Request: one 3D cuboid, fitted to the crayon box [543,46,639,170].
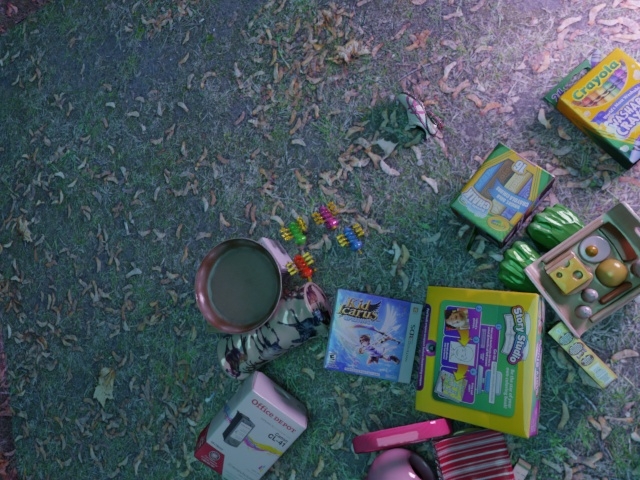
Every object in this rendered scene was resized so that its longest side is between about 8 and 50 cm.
[{"bbox_3d":[0.823,-0.384,1.360,0.203,0.083,0.323,-43,70,11],"label":"crayon box"}]

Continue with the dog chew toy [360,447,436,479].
[{"bbox_3d":[0.184,0.762,1.406,0.206,0.206,0.332,44,108,21],"label":"dog chew toy"}]

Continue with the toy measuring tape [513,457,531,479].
[{"bbox_3d":[0.482,0.761,1.352,0.121,0.121,0.330,30,72,22],"label":"toy measuring tape"}]

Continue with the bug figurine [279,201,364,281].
[{"bbox_3d":[0.000,0.000,1.629,0.278,0.072,0.216,-28,77,3],"label":"bug figurine"}]

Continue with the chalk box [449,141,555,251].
[{"bbox_3d":[0.497,-0.097,1.399,0.179,0.180,0.289,41,97,21],"label":"chalk box"}]

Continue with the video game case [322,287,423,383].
[{"bbox_3d":[0.160,0.290,1.491,0.269,0.061,0.245,10,86,-2],"label":"video game case"}]

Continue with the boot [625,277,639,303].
[{"bbox_3d":[0.787,0.094,1.328,0.086,0.069,0.190,-32,70,29],"label":"boot"}]

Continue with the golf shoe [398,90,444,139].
[{"bbox_3d":[0.308,-0.407,1.576,0.086,0.067,0.186,-44,70,12],"label":"golf shoe"}]

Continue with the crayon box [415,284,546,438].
[{"bbox_3d":[0.444,0.320,1.357,0.313,0.106,0.363,2,80,36],"label":"crayon box"}]

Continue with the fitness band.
[{"bbox_3d":[0.234,0.558,1.392,0.290,0.209,0.054,-15,64,6],"label":"fitness band"}]

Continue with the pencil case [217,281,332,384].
[{"bbox_3d":[-0.150,0.314,1.611,0.410,0.160,0.184,-33,68,14],"label":"pencil case"}]

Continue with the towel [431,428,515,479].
[{"bbox_3d":[0.423,0.657,1.295,0.198,0.031,0.275,-12,78,2],"label":"towel"}]

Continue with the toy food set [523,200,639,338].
[{"bbox_3d":[0.717,0.077,1.252,0.306,0.092,0.220,-37,75,8],"label":"toy food set"}]

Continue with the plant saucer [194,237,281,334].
[{"bbox_3d":[-0.263,0.147,1.585,0.310,0.050,0.311,-3,82,18],"label":"plant saucer"}]

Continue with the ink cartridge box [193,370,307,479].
[{"bbox_3d":[-0.223,0.615,1.571,0.226,0.131,0.306,39,100,-10],"label":"ink cartridge box"}]

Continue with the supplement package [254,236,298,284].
[{"bbox_3d":[-0.224,0.121,1.680,0.244,0.134,0.139,-39,72,12],"label":"supplement package"}]

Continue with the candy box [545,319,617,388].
[{"bbox_3d":[0.695,0.301,1.305,0.053,0.109,0.187,-46,70,11],"label":"candy box"}]

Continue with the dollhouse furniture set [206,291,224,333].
[{"bbox_3d":[-0.387,0.256,1.718,0.123,0.151,0.144,-2,80,21],"label":"dollhouse furniture set"}]

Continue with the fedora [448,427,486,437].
[{"bbox_3d":[0.423,0.605,1.377,0.194,0.079,0.195,0,93,2],"label":"fedora"}]

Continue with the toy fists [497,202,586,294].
[{"bbox_3d":[0.620,0.024,1.382,0.142,0.096,0.279,39,97,9],"label":"toy fists"}]
